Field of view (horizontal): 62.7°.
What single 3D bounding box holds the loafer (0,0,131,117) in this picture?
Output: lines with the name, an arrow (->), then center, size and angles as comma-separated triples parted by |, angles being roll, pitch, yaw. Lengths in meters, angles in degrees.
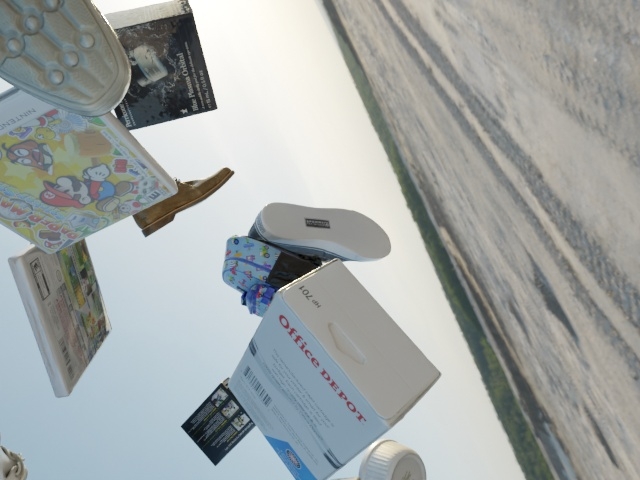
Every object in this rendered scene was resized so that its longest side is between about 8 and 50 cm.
loafer -> -0.291, -0.223, 0.473 | 0.319, 0.112, 0.111 | 43, 178, 4

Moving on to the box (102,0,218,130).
box -> -0.259, -0.272, 0.820 | 0.093, 0.158, 0.156 | -116, 13, -48

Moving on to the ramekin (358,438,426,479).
ramekin -> 0.219, 0.699, 1.544 | 0.207, 0.109, 0.207 | 8, -102, -41

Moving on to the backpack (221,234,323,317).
backpack -> -0.100, 0.068, 0.930 | 0.158, 0.173, 0.117 | 121, 172, -67

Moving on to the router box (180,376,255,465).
router box -> -0.242, 0.444, 1.287 | 0.133, 0.179, 0.046 | 45, -161, 9

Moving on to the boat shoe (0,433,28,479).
boat shoe -> -0.520, 0.381, 0.845 | 0.088, 0.268, 0.096 | 0, -148, -34

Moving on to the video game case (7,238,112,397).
video game case -> -0.584, 0.138, 1.215 | 0.300, 0.036, 0.329 | -100, 2, -71

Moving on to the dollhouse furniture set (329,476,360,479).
dollhouse furniture set -> 0.046, 0.410, 0.559 | 0.135, 0.258, 0.262 | 12, -115, -68

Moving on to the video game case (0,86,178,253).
video game case -> -0.321, -0.082, 0.637 | 0.227, 0.206, 0.026 | 58, -172, -57

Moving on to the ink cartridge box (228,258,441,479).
ink cartridge box -> 0.001, 0.132, 0.493 | 0.082, 0.191, 0.140 | -26, -113, -40

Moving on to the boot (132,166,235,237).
boot -> -0.376, -0.137, 1.437 | 0.115, 0.305, 0.112 | 58, 161, -8

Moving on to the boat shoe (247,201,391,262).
boat shoe -> 0.000, 0.000, 1.070 | 0.301, 0.102, 0.108 | 7, -120, -28
